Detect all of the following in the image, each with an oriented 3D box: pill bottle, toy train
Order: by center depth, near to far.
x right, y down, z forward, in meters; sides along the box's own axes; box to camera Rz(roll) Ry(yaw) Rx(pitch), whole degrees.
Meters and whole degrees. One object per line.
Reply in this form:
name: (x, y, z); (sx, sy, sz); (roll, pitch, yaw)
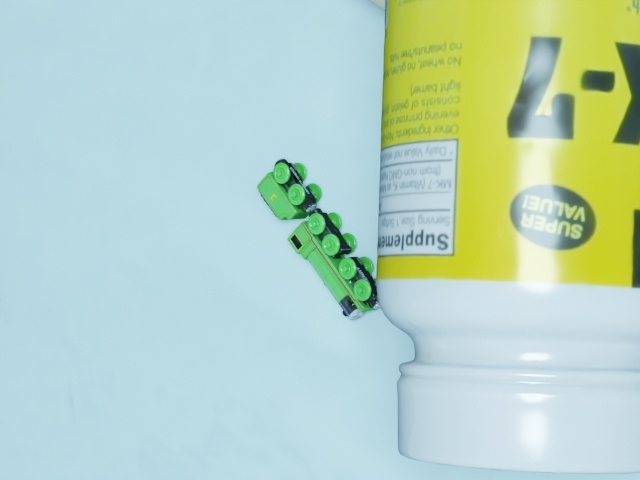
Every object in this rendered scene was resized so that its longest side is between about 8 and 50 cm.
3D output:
pill bottle: (0.081, -0.023, 0.579); (0.119, 0.119, 0.208); (0, 86, 31)
toy train: (0.000, 0.000, 0.684); (0.023, 0.017, 0.083); (-47, 65, 30)

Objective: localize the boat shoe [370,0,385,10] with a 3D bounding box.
boat shoe: (-0.012, -0.142, 0.687); (0.137, 0.049, 0.043); (28, 103, 24)
